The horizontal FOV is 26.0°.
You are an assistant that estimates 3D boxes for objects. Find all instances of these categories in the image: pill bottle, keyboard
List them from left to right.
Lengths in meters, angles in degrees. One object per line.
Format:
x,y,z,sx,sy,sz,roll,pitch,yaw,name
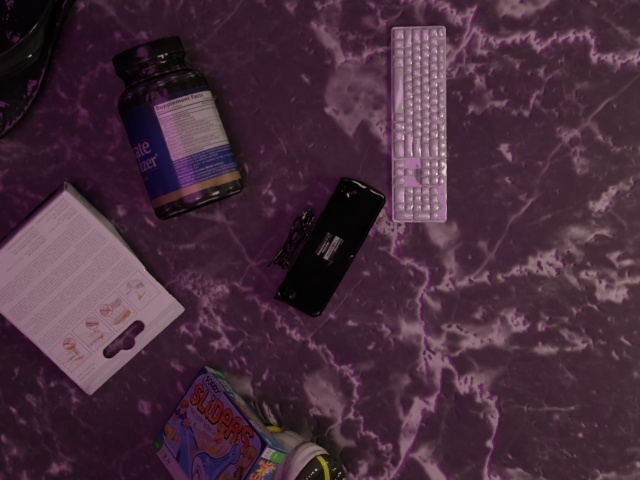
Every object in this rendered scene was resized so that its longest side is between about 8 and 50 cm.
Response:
-0.190,-0.147,1.796,0.123,0.123,0.219,-20,91,8,pill bottle
0.000,0.000,1.838,0.100,0.038,0.192,28,96,-20,keyboard
0.128,-0.151,1.814,0.072,0.014,0.255,0,94,6,keyboard

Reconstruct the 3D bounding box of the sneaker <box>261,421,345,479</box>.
-0.106,0.416,1.843,0.147,0.145,0.384,37,103,35,sneaker

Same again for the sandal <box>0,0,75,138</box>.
-0.400,-0.322,1.814,0.168,0.107,0.445,32,97,3,sandal

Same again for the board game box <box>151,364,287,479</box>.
-0.135,0.270,1.797,0.035,0.201,0.136,28,98,-38,board game box

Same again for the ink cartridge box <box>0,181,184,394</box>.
-0.330,0.065,1.876,0.189,0.066,0.232,-42,110,7,ink cartridge box
